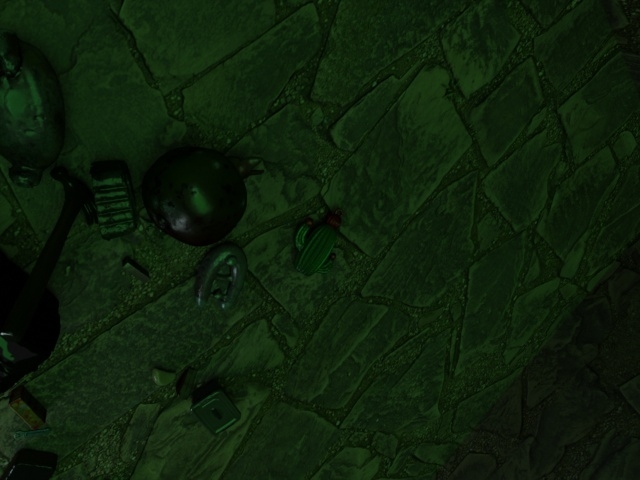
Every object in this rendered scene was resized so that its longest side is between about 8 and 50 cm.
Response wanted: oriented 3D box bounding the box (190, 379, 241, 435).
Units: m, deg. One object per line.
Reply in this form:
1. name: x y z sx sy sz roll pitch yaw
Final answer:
1. box: -0.368 0.572 1.591 0.124 0.093 0.172 -31 120 -10

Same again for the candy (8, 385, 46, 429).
1. candy: -0.856 0.491 1.345 0.038 0.062 0.122 -28 119 -14

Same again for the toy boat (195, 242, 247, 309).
1. toy boat: -0.305 0.118 1.438 0.155 0.085 0.227 14 104 -28

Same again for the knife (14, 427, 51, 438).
1. knife: -0.881 0.590 1.404 0.096 0.010 0.027 0 111 -26

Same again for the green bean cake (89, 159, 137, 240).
1. green bean cake: -0.530 -0.109 1.187 0.094 0.173 0.181 -10 112 -20

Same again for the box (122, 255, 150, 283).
1. box: -0.536 0.085 1.333 0.024 0.053 0.083 -44 123 -4

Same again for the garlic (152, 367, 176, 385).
1. garlic: -0.516 0.447 1.503 0.083 0.041 0.053 22 87 -39

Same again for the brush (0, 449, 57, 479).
1. brush: -0.921 0.750 1.422 0.123 0.059 0.197 30 96 -30

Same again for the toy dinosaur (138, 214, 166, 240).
1. toy dinosaur: -0.473 -0.045 1.331 0.120 0.029 0.060 40 75 -27

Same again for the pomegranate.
1. pomegranate: -0.311 -0.148 1.219 0.291 0.291 0.323 42 78 -32

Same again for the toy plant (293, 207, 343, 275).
1. toy plant: -0.014 0.004 1.529 0.155 0.088 0.240 7 101 -12

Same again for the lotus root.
1. lotus root: -0.682 -0.296 1.050 0.175 0.175 0.349 -6 117 -23

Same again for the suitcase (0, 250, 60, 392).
1. suitcase: -0.783 0.163 1.079 0.188 0.345 0.339 -43 121 -8

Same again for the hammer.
1. hammer: -0.635 0.028 1.073 0.044 0.440 0.168 -11 139 14

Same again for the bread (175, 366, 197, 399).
1. bread: -0.456 0.484 1.538 0.043 0.109 0.062 34 137 -28
